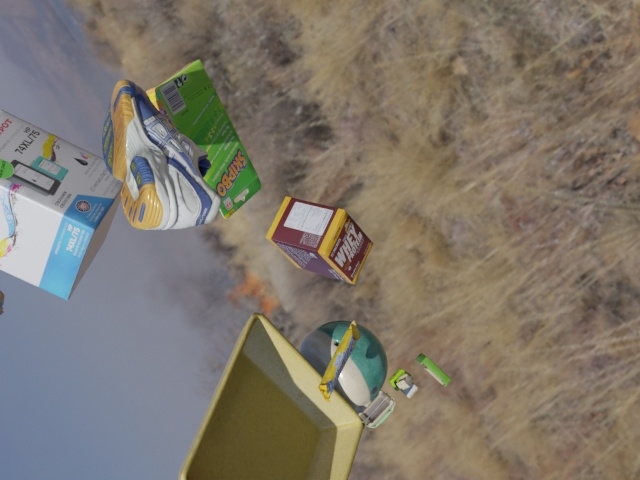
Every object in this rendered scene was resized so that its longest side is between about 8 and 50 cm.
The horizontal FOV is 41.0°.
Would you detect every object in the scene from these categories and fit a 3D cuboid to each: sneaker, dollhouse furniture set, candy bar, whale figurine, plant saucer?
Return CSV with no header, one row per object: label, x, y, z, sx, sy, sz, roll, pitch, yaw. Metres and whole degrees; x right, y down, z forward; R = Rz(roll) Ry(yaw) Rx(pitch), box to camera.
sneaker,-0.234,-0.120,1.255,0.112,0.130,0.297,-60,41,38
dollhouse furniture set,0.135,0.257,1.383,0.058,0.152,0.076,45,173,-10
candy bar,0.033,0.205,1.451,0.018,0.161,0.040,0,128,28
whale figurine,0.059,0.265,1.678,0.216,0.141,0.272,40,156,35
plant saucer,-0.087,0.347,1.414,0.081,0.333,0.333,-18,125,36

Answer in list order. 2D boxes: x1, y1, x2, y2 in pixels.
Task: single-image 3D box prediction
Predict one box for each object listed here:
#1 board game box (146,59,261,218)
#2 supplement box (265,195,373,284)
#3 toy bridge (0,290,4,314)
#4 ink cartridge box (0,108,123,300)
board game box,-0.198,-0.174,1.507,0.039,0.124,0.260,-10,116,41
supplement box,0.000,0.000,2.258,0.194,0.129,0.191,15,161,34
toy bridge,-0.805,0.138,2.086,0.188,0.063,0.026,88,-179,-62
ink cartridge box,-0.530,-0.066,1.582,0.270,0.198,0.197,26,127,-8
